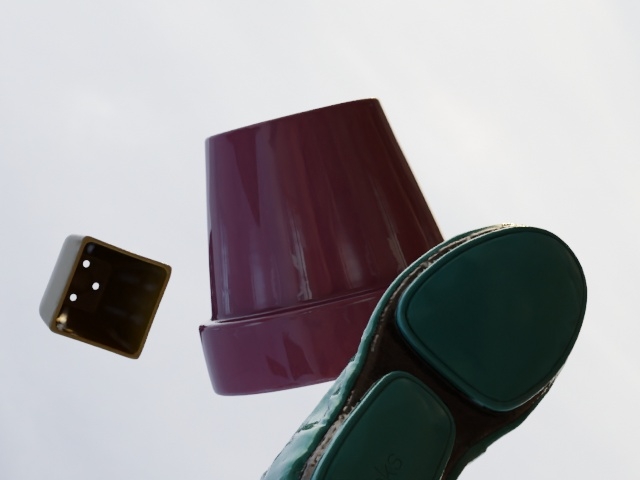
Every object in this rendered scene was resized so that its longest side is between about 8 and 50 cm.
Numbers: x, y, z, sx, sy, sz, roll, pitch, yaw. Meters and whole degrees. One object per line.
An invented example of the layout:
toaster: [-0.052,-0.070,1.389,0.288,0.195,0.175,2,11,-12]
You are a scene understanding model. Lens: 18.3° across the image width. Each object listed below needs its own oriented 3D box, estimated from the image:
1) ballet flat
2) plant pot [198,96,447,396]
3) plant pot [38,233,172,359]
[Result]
ballet flat: [0.033,0.075,0.843,0.083,0.087,0.247,46,-139,-2]
plant pot: [0.000,0.000,1.403,0.201,0.201,0.180,-19,-85,-65]
plant pot: [-0.182,0.039,1.603,0.081,0.083,0.081,21,-91,-28]
